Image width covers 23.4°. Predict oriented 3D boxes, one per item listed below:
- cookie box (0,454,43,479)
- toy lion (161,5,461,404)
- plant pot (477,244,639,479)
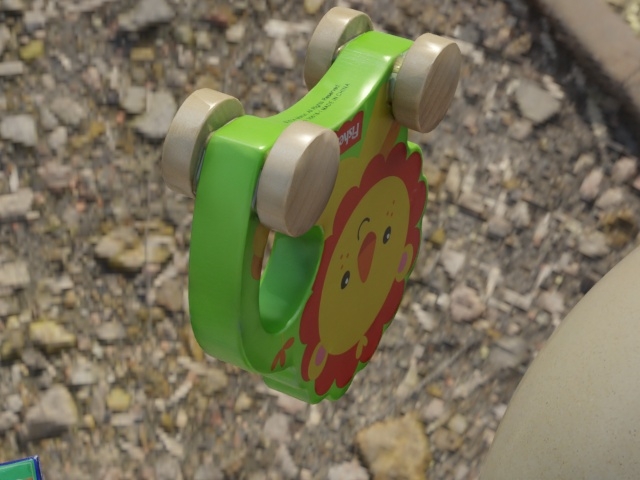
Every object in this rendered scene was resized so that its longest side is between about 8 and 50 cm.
[{"bbox_3d":[-0.142,0.109,0.511,0.107,0.092,0.040,-10,71,-13],"label":"cookie box"},{"bbox_3d":[0.000,0.000,0.368,0.034,0.096,0.100,19,32,22],"label":"toy lion"},{"bbox_3d":[0.203,0.157,0.895,0.191,0.284,0.284,-32,67,-1],"label":"plant pot"}]
